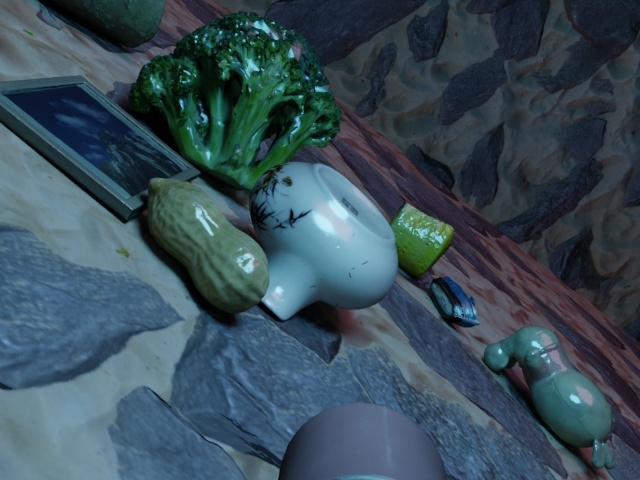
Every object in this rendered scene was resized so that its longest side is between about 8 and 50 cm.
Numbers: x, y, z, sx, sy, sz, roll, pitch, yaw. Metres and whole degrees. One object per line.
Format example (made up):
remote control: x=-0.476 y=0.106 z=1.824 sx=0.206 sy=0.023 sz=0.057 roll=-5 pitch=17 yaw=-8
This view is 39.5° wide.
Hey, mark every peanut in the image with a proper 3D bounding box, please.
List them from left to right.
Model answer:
peanut: x=-0.119 y=0.000 z=0.906 sx=0.187 sy=0.082 sz=0.082 roll=44 pitch=14 yaw=21

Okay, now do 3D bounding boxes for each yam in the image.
yam: x=-0.379 y=-0.435 z=1.422 sx=0.268 sy=0.161 sz=0.161 roll=25 pitch=20 yaw=-44

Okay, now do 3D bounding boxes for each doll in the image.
doll: x=0.384 y=0.236 z=1.425 sx=0.275 sy=0.113 sz=0.155 roll=48 pitch=13 yaw=33

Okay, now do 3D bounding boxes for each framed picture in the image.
framed picture: x=-0.255 y=-0.116 z=1.026 sx=0.209 sy=0.019 sz=0.281 roll=39 pitch=14 yaw=-4

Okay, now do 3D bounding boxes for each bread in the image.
bread: x=0.173 y=0.000 z=1.618 sx=0.114 sy=0.111 sz=0.129 roll=36 pitch=-9 yaw=1

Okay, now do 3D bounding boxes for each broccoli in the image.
broccoli: x=-0.115 y=-0.192 z=1.261 sx=0.294 sy=0.245 sz=0.265 roll=18 pitch=-20 yaw=-1

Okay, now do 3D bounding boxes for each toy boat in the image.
toy boat: x=0.237 y=0.108 z=1.546 sx=0.060 sy=0.060 sz=0.137 roll=12 pitch=20 yaw=-19

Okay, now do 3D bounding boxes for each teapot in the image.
teapot: x=0.000 y=0.000 z=1.107 sx=0.208 sy=0.166 sz=0.300 roll=33 pitch=6 yaw=-1

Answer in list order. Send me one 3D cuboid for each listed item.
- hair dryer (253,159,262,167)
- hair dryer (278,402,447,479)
hair dryer: x=-0.057 y=-0.070 z=1.372 sx=0.082 sy=0.047 sz=0.137 roll=47 pitch=8 yaw=23
hair dryer: x=0.101 y=0.281 z=0.578 sx=0.352 sy=0.125 sz=0.210 roll=48 pitch=11 yaw=-9
